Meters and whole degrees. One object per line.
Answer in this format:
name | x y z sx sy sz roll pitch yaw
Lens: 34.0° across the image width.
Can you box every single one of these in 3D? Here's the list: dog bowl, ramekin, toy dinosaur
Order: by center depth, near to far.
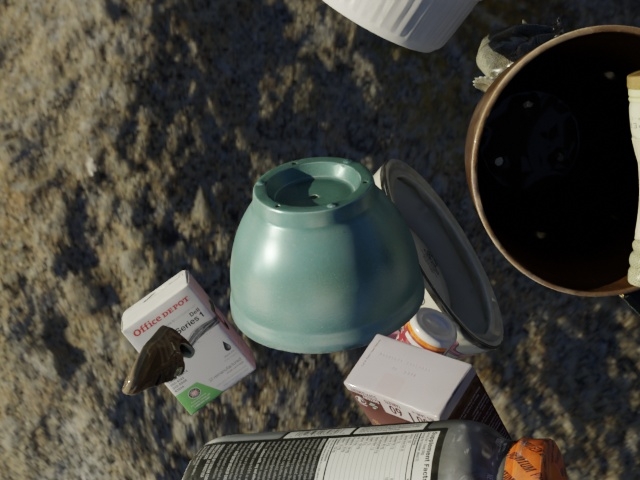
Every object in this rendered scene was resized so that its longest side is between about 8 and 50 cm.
ramekin | 0.103 -0.384 1.535 0.273 0.273 0.127 33 111 9
toy dinosaur | 0.313 -0.300 1.681 0.160 0.121 0.314 -10 43 12
dog bowl | 0.178 0.055 1.978 0.150 0.408 0.408 -32 70 20

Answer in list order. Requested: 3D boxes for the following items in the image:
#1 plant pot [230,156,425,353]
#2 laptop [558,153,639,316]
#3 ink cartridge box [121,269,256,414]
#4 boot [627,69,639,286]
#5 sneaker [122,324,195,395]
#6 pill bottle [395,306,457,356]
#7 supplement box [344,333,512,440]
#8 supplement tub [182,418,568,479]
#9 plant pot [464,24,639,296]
plant pot | 0.000 0.000 1.520 0.293 0.196 0.293 -5 31 3
laptop | 0.383 -0.029 1.178 0.264 0.136 0.234 42 85 -18
ink cartridge box | -0.251 0.191 1.979 0.160 0.092 0.219 -36 108 2
boot | 0.323 -0.044 0.738 0.213 0.077 0.165 -2 100 0
sneaker | -0.248 0.191 1.636 0.071 0.066 0.188 27 25 -1
pill bottle | 0.159 0.191 1.751 0.086 0.152 0.086 20 35 -14
supplement box | 0.135 0.213 1.145 0.130 0.239 0.073 15 59 41
supplement tub | 0.048 0.254 0.894 0.316 0.193 0.194 -7 67 21
plant pot | 0.217 -0.081 0.935 0.215 0.230 0.215 -1 101 -4
